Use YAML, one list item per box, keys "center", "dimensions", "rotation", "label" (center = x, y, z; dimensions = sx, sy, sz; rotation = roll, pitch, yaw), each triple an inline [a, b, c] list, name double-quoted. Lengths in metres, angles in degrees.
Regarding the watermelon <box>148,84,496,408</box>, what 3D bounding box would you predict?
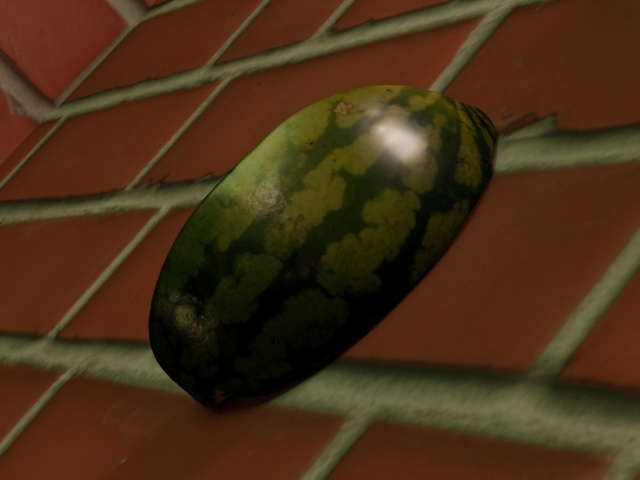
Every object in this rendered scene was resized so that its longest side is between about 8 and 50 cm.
- center: [0.012, 0.013, 1.271]
  dimensions: [0.303, 0.159, 0.128]
  rotation: [-44, 57, 1]
  label: "watermelon"
